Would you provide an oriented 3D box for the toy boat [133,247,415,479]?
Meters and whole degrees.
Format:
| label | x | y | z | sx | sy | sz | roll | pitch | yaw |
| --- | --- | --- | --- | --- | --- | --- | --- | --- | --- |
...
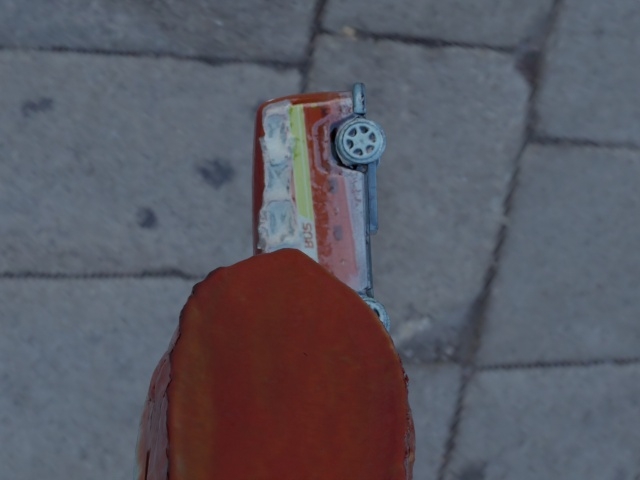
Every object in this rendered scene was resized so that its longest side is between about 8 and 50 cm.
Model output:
| label | x | y | z | sx | sy | sz | roll | pitch | yaw |
| --- | --- | --- | --- | --- | --- | --- | --- | --- | --- |
| toy boat | -0.027 | 0.127 | 0.893 | 0.145 | 0.332 | 0.133 | 10 | 119 | -5 |

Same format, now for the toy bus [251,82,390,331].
| label | x | y | z | sx | sy | sz | roll | pitch | yaw |
| --- | --- | --- | --- | --- | --- | --- | --- | --- | --- |
| toy bus | 0.000 | 0.000 | 1.504 | 0.120 | 0.121 | 0.265 | -2 | 85 | 1 |
